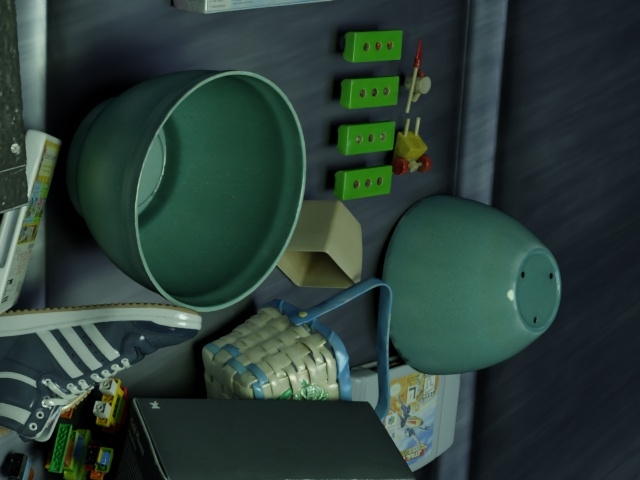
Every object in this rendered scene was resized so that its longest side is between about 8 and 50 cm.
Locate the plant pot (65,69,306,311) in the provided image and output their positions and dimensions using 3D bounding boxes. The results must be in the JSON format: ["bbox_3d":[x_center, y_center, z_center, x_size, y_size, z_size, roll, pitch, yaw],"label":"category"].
[{"bbox_3d":[-0.185,-0.079,1.980,0.293,0.196,0.293,-22,119,-45],"label":"plant pot"}]

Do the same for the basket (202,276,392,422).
[{"bbox_3d":[-0.016,0.204,2.279,0.289,0.201,0.254,-27,128,-34],"label":"basket"}]

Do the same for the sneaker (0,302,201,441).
[{"bbox_3d":[-0.276,0.155,1.882,0.099,0.282,0.153,80,6,-79],"label":"sneaker"}]

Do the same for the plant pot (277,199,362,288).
[{"bbox_3d":[0.000,0.000,2.317,0.109,0.109,0.096,47,53,-48],"label":"plant pot"}]

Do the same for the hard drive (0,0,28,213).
[{"bbox_3d":[-0.401,-0.209,1.637,0.064,0.237,0.339,-22,120,-45],"label":"hard drive"}]

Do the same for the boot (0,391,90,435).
[{"bbox_3d":[-0.350,0.175,1.965,0.158,0.059,0.084,-20,110,-32],"label":"boot"}]

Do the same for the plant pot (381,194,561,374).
[{"bbox_3d":[0.261,0.074,2.541,0.290,0.195,0.290,-3,94,-49],"label":"plant pot"}]

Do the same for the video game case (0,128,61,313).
[{"bbox_3d":[-0.340,-0.022,1.833,0.227,0.026,0.206,-162,-92,-85],"label":"video game case"}]

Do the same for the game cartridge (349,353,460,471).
[{"bbox_3d":[0.125,0.282,2.605,0.297,0.062,0.198,-12,107,-49],"label":"game cartridge"}]

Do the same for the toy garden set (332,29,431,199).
[{"bbox_3d":[0.091,-0.193,2.402,0.204,0.049,0.244,-10,109,-47],"label":"toy garden set"}]

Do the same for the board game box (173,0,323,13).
[{"bbox_3d":[-0.056,-0.467,2.107,0.319,0.066,0.318,-14,113,-48],"label":"board game box"}]

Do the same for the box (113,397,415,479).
[{"bbox_3d":[-0.097,0.381,2.105,0.343,0.179,0.312,3,118,-24],"label":"box"}]

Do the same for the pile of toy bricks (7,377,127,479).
[{"bbox_3d":[-0.312,0.279,2.037,0.105,0.118,0.212,68,31,-62],"label":"pile of toy bricks"}]
